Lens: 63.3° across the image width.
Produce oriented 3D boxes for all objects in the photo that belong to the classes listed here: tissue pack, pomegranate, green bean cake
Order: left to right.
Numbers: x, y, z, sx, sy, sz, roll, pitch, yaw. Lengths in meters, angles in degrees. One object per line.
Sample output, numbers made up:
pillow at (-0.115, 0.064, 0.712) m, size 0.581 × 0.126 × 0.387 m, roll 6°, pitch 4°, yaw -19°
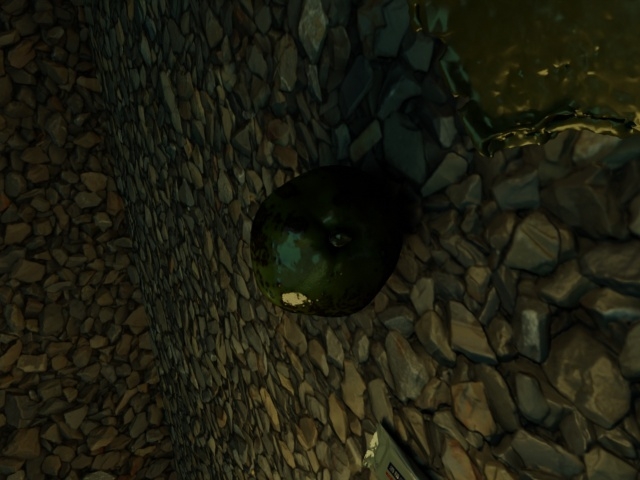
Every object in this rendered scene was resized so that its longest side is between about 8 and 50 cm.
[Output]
pomegranate at (-0.005, -0.016, 0.777) m, size 0.277 × 0.221 × 0.204 m, roll -122°, pitch 15°, yaw -53°
tissue pack at (0.148, 0.420, 0.893) m, size 0.193 × 0.026 × 0.123 m, roll 41°, pitch 134°, yaw 39°
green bean cake at (0.253, -0.148, 0.371) m, size 0.310 × 0.202 × 0.285 m, roll -11°, pitch 106°, yaw 57°
